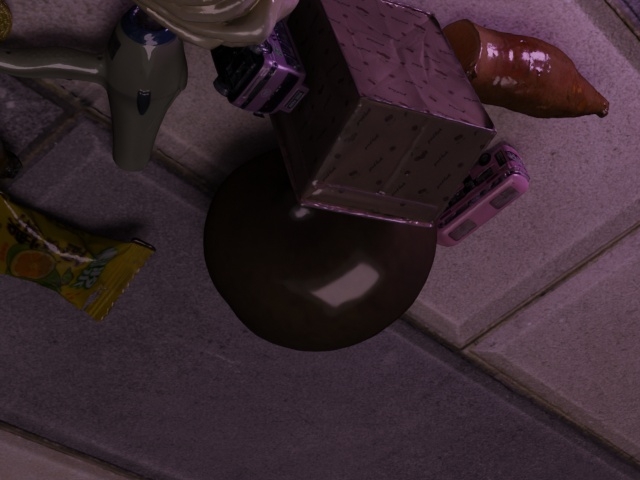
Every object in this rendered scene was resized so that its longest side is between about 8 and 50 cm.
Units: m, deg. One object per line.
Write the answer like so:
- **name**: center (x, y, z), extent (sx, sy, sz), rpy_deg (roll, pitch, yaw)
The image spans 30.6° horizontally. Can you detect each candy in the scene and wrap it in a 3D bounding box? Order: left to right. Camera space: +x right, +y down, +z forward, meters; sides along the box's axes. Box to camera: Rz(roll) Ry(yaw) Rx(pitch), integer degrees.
- **candy**: center (-0.437, 0.018, 1.867), extent (0.297, 0.081, 0.187), rpy_deg (26, 123, -24)

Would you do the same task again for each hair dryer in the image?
- **hair dryer**: center (-0.323, -0.201, 1.670), extent (0.298, 0.119, 0.296), rpy_deg (-8, 144, 4)

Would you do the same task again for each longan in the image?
- **longan**: center (0.000, 0.000, 1.826), extent (0.361, 0.361, 0.361), rpy_deg (-10, 137, -9)

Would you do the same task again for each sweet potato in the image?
- **sweet potato**: center (0.328, -0.252, 1.808), extent (0.337, 0.131, 0.131), rpy_deg (8, 132, -27)

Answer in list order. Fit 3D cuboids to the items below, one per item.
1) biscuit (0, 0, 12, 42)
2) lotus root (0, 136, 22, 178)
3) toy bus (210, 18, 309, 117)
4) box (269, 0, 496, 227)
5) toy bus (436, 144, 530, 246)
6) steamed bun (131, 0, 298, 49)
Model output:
- **biscuit**: center (-0.455, -0.296, 1.570), extent (0.084, 0.023, 0.084), rpy_deg (-10, 136, -10)
- **lotus root**: center (-0.519, -0.130, 1.676), extent (0.192, 0.088, 0.113), rpy_deg (21, 119, -35)
- **toy bus**: center (-0.092, -0.262, 1.600), extent (0.108, 0.199, 0.096), rpy_deg (19, 127, -37)
- **box**: center (0.072, -0.195, 1.650), extent (0.225, 0.297, 0.190), rpy_deg (10, 131, -27)
- **toy bus**: center (0.263, -0.072, 1.997), extent (0.203, 0.090, 0.063), rpy_deg (-40, 133, 21)
- **steamed bun**: center (-0.166, -0.397, 1.362), extent (0.247, 0.352, 0.339), rpy_deg (-4, 126, 19)
